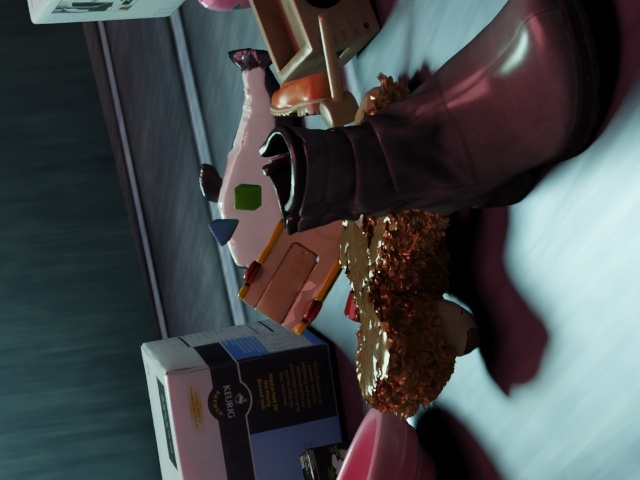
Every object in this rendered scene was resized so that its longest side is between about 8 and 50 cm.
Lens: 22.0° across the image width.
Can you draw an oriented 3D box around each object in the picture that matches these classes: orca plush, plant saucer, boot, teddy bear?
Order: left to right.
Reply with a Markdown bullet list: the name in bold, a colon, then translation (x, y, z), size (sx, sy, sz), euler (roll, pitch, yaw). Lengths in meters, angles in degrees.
- **orca plush**: translation (-0.081, -0.111, 2.179), size (0.102, 0.151, 0.287), euler (-28, -74, -71)
- **boot**: translation (-0.020, -0.189, 1.970), size (0.158, 0.059, 0.085), euler (-179, 82, -68)
- **plant saucer**: translation (0.047, 0.344, 1.789), size (0.332, 0.084, 0.332), euler (-161, 90, -86)
- **teddy bear**: translation (0.085, 0.002, 1.618), size (0.245, 0.113, 0.338), euler (103, 161, -44)
- **boot**: translation (0.075, -0.085, 1.289), size (0.338, 0.222, 0.118), euler (109, 148, -64)

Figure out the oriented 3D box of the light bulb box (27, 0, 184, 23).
- **light bulb box**: translation (-0.277, -0.524, 2.252), size (0.361, 0.225, 0.358), euler (-27, 74, 61)

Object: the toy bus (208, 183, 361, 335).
- **toy bus**: translation (-0.010, 0.007, 1.948), size (0.104, 0.202, 0.191), euler (-46, -58, -69)

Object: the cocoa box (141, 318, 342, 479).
- **cocoa box**: translation (-0.096, 0.303, 2.270), size (0.231, 0.228, 0.347), euler (-153, 54, -74)

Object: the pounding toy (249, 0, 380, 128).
- **pounding toy**: translation (0.014, -0.223, 1.738), size (0.206, 0.094, 0.181), euler (69, 160, 5)

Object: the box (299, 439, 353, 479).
- **box**: translation (0.023, 0.283, 2.076), size (0.062, 0.083, 0.052), euler (122, 137, -71)

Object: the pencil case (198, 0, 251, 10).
- **pencil case**: translation (-0.111, -0.425, 2.010), size (0.124, 0.124, 0.284), euler (-117, 20, -50)
